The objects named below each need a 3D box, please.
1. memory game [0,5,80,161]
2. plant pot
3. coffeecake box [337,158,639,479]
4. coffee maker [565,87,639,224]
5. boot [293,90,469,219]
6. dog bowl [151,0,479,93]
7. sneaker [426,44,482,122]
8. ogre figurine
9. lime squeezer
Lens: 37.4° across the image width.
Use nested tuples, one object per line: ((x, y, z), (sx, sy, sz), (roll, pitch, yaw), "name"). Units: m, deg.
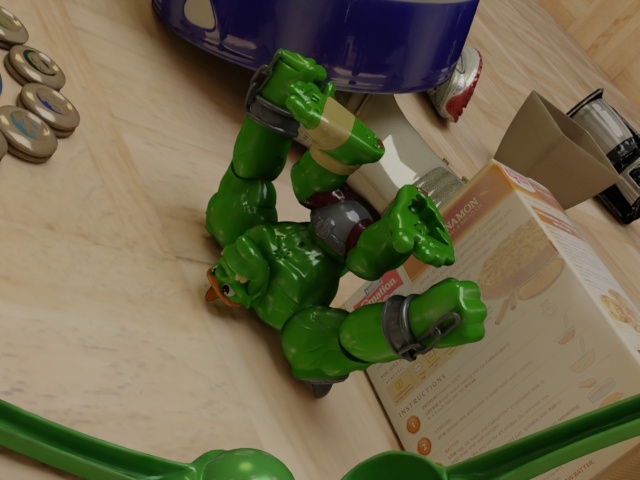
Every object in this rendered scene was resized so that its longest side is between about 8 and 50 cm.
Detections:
((-0.210, -0.107, 0.496), (0.186, 0.012, 0.186), (35, 25, -19), "memory game")
((0.272, -0.094, 1.133), (0.109, 0.096, 0.109), (30, 26, -28), "plant pot")
((0.108, 0.070, 0.541), (0.068, 0.142, 0.185), (20, 33, -43), "coffeecake box")
((0.453, -0.125, 1.442), (0.178, 0.120, 0.171), (52, 24, 18), "coffee maker")
((0.059, -0.086, 0.809), (0.165, 0.077, 0.213), (44, 29, 3), "boot")
((-0.002, -0.219, 0.772), (0.264, 0.104, 0.265), (12, 29, -7), "dog bowl")
((0.130, -0.221, 1.163), (0.092, 0.088, 0.225), (10, 35, -19), "sneaker")
((0.000, 0.000, 0.519), (0.197, 0.118, 0.097), (47, 28, 11), "ogre figurine")
((0.000, 0.100, 0.387), (0.310, 0.110, 0.059), (3, 55, -12), "lime squeezer")
